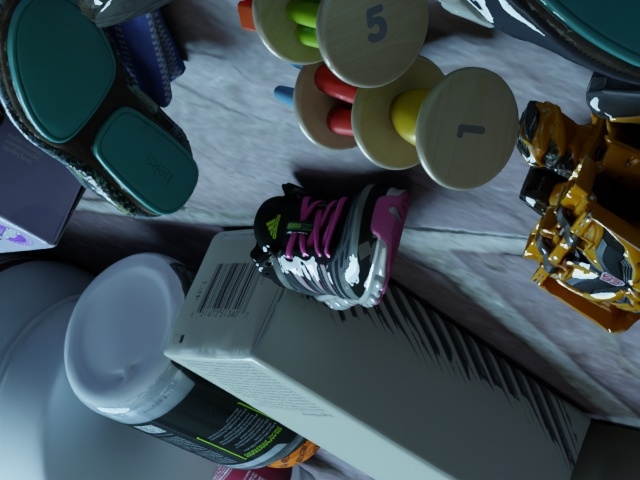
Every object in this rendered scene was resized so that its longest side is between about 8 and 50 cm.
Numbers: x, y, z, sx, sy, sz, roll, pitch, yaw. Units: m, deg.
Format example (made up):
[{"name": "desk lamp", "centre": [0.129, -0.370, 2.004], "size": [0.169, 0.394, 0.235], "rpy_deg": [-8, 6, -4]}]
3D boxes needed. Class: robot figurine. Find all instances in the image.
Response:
[{"name": "robot figurine", "centre": [0.214, 0.017, 0.815], "size": [0.291, 0.085, 0.211], "rpy_deg": [22, 162, 2]}]

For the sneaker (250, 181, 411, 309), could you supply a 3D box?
[{"name": "sneaker", "centre": [0.000, 0.000, 1.071], "size": [0.074, 0.063, 0.170], "rpy_deg": [19, 168, -8]}]

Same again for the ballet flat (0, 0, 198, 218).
[{"name": "ballet flat", "centre": [-0.125, -0.071, 0.931], "size": [0.070, 0.070, 0.188], "rpy_deg": [14, 155, 28]}]

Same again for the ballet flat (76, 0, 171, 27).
[{"name": "ballet flat", "centre": [-0.069, -0.137, 0.731], "size": [0.058, 0.084, 0.250], "rpy_deg": [57, 175, 4]}]

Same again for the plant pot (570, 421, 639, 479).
[{"name": "plant pot", "centre": [0.231, 0.318, 1.369], "size": [0.323, 0.280, 0.323], "rpy_deg": [21, 162, 7]}]

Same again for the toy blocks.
[{"name": "toy blocks", "centre": [0.004, -0.082, 0.839], "size": [0.123, 0.054, 0.148], "rpy_deg": [45, 167, -32]}]

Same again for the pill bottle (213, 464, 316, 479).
[{"name": "pill bottle", "centre": [-0.075, 0.211, 1.758], "size": [0.086, 0.086, 0.152], "rpy_deg": [3, 154, 48]}]

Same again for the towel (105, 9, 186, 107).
[{"name": "towel", "centre": [-0.233, -0.174, 0.916], "size": [0.336, 0.040, 0.243], "rpy_deg": [18, 160, 11]}]

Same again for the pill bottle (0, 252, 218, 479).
[{"name": "pill bottle", "centre": [-0.276, 0.115, 1.497], "size": [0.392, 0.224, 0.224], "rpy_deg": [9, 158, 40]}]

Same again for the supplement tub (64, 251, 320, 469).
[{"name": "supplement tub", "centre": [-0.077, 0.091, 1.332], "size": [0.117, 0.117, 0.190], "rpy_deg": [8, 164, 40]}]

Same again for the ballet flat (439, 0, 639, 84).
[{"name": "ballet flat", "centre": [0.045, -0.121, 0.649], "size": [0.203, 0.074, 0.074], "rpy_deg": [37, 159, -22]}]

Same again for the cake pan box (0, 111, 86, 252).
[{"name": "cake pan box", "centre": [-0.308, -0.072, 1.246], "size": [0.245, 0.070, 0.267], "rpy_deg": [31, 161, -30]}]

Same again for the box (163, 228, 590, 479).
[{"name": "box", "centre": [0.042, 0.096, 1.255], "size": [0.275, 0.094, 0.113], "rpy_deg": [34, 160, -32]}]
